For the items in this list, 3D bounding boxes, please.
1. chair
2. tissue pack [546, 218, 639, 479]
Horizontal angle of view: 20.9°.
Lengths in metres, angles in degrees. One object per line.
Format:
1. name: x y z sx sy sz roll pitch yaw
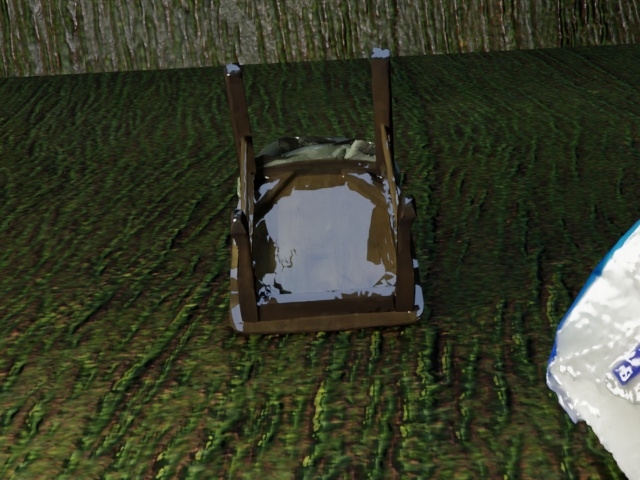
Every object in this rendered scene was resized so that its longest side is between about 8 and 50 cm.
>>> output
1. chair: 0.000 0.000 1.448 0.160 0.319 0.186 -5 57 -1
2. tissue pack: 0.273 0.022 1.060 0.137 0.209 0.269 45 33 15
